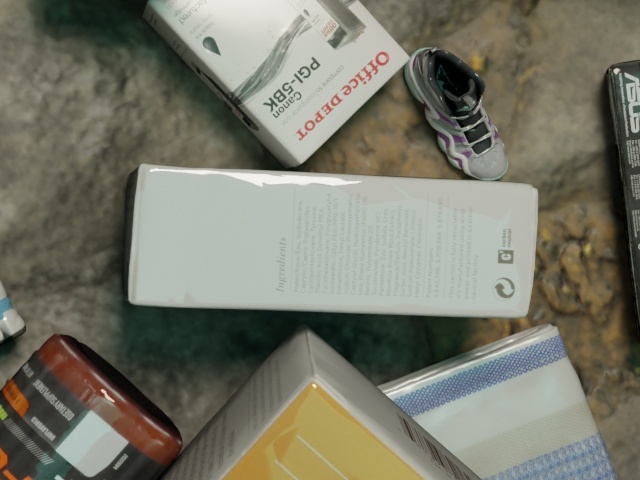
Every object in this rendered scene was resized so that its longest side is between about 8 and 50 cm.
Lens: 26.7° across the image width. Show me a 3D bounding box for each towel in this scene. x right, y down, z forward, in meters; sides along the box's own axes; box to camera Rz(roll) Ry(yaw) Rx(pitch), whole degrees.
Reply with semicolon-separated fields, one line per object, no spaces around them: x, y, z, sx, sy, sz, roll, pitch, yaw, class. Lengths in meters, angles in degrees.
0.104;0.214;0.869;0.209;0.034;0.285;-21;95;-8;towel

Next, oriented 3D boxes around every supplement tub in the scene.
-0.179;0.158;0.783;0.106;0.106;0.198;42;84;-8;supplement tub

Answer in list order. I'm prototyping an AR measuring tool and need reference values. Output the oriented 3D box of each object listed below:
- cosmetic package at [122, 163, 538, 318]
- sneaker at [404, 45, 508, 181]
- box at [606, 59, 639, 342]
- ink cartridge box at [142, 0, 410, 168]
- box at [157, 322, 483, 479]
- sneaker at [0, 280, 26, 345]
0.000;0.000;0.806;0.231;0.117;0.085;4;90;-11;cosmetic package
0.090;-0.078;0.842;0.038;0.069;0.098;-39;97;-7;sneaker
0.286;-0.032;0.862;0.184;0.045;0.190;-8;93;9;box
-0.027;-0.125;0.827;0.099;0.056;0.135;-45;97;-7;ink cartridge box
-0.044;0.252;0.751;0.215;0.168;0.345;41;93;-6;box
-0.277;0.049;0.789;0.191;0.071;0.083;-19;88;-17;sneaker
